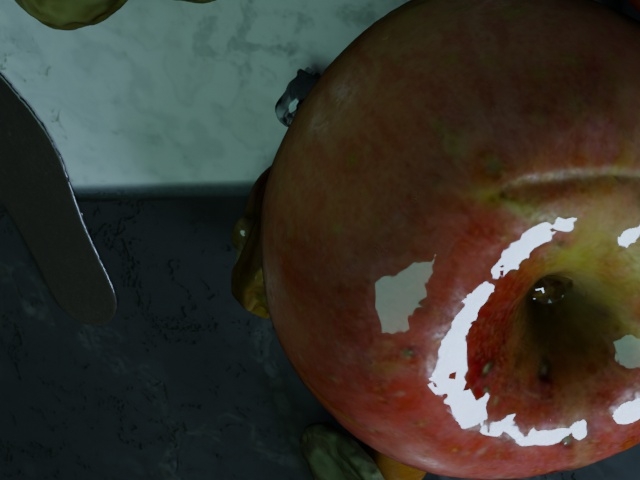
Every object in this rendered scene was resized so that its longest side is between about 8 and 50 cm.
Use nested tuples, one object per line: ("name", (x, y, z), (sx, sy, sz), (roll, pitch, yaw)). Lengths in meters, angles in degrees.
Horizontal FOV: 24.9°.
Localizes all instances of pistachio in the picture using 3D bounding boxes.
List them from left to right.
("pistachio", (0.000, 0.000, 1.299), (0.210, 0.130, 0.165), (-30, 89, 33))

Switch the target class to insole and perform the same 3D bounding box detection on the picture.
("insole", (-0.293, -0.048, 1.476), (0.111, 0.007, 0.328), (-10, 117, 30))

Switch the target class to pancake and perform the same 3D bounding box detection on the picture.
("pancake", (0.060, 0.280, 1.455), (0.236, 0.042, 0.222), (50, 165, 15))

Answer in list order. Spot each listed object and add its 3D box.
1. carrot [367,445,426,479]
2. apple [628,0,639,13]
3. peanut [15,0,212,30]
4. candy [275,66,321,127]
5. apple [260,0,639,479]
("carrot", (0.075, 0.118, 1.385), (0.069, 0.069, 0.336), (8, 121, 20))
("apple", (0.292, -0.247, 0.945), (0.260, 0.216, 0.260), (12, 127, 17))
("peanut", (-0.147, -0.256, 1.192), (0.305, 0.147, 0.147), (-5, 119, 29))
("candy", (0.056, -0.139, 1.233), (0.226, 0.051, 0.094), (-28, 128, 36))
("apple", (0.131, -0.016, 1.066), (0.364, 0.364, 0.364), (12, 125, 17))
